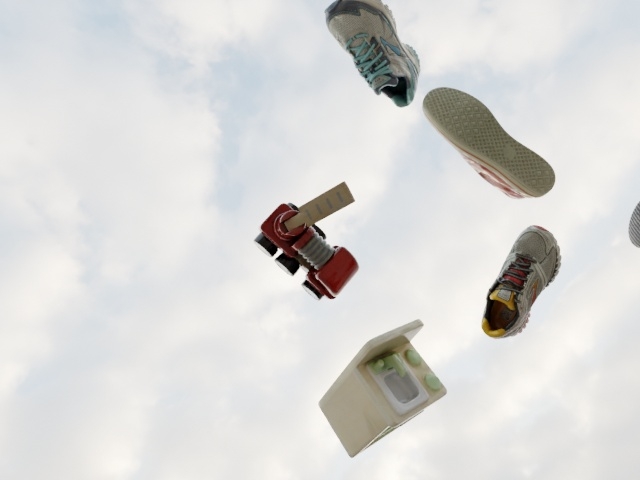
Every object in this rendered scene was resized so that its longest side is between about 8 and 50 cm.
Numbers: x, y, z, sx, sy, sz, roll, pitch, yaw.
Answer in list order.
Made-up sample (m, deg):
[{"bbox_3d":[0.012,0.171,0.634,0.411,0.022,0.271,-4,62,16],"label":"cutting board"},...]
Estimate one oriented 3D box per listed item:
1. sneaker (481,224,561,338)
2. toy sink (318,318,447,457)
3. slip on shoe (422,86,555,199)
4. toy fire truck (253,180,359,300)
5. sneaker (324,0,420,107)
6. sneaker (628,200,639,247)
[{"bbox_3d":[0.354,0.082,0.771,0.093,0.088,0.225,-5,-67,-47],"label":"sneaker"},{"bbox_3d":[0.126,0.279,0.807,0.153,0.131,0.234,-11,-38,-40],"label":"toy sink"},{"bbox_3d":[0.350,-0.203,0.943,0.331,0.101,0.123,39,-105,-1],"label":"slip on shoe"},{"bbox_3d":[0.000,0.000,0.857,0.217,0.246,0.158,44,-104,-6],"label":"toy fire truck"},{"bbox_3d":[0.118,-0.369,0.868,0.110,0.122,0.283,-15,-25,41],"label":"sneaker"},{"bbox_3d":[0.912,-0.102,1.066,0.146,0.122,0.330,9,-48,-2],"label":"sneaker"}]
